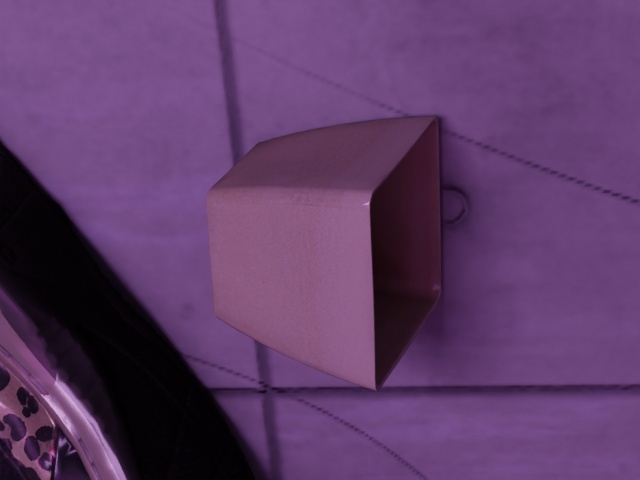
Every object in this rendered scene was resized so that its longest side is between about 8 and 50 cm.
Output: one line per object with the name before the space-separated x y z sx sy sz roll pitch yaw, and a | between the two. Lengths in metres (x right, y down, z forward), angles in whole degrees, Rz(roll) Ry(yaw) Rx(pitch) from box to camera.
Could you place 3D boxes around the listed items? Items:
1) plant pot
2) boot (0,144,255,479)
plant pot | 0.000 0.000 0.960 0.096 0.109 0.109 7 117 19
boot | -0.217 0.136 1.037 0.284 0.138 0.377 -31 103 20
